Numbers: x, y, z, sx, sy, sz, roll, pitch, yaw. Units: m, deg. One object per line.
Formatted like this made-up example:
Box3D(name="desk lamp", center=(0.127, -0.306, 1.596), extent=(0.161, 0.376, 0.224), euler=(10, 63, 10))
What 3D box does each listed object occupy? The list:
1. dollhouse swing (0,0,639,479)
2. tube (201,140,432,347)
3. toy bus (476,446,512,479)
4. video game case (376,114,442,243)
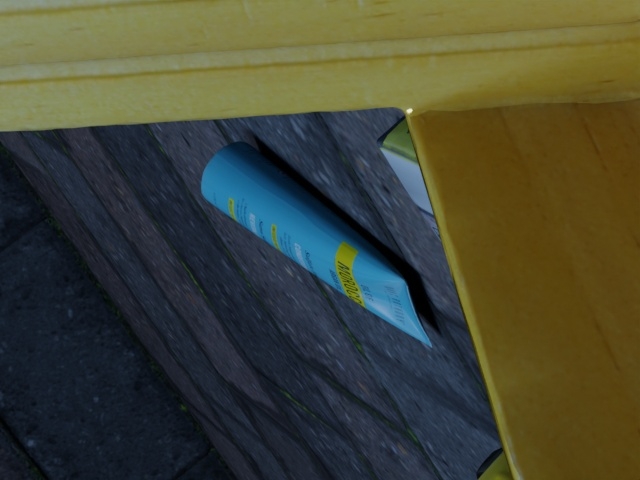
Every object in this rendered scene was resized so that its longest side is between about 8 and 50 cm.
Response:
Box3D(name="dollhouse swing", center=(-0.019, -0.053, 0.482), extent=(0.347, 0.305, 0.315), euler=(71, -175, -56))
Box3D(name="tube", center=(0.000, 0.000, 1.260), extent=(0.207, 0.052, 0.080), euler=(36, 168, 34))
Box3D(name="toy bus", center=(0.170, 0.266, 1.224), extent=(0.211, 0.149, 0.220), euler=(30, 163, 18))
Box3D(name="video game case", center=(0.156, 0.073, 0.795), extent=(0.275, 0.035, 0.248), euler=(55, 169, -27))
